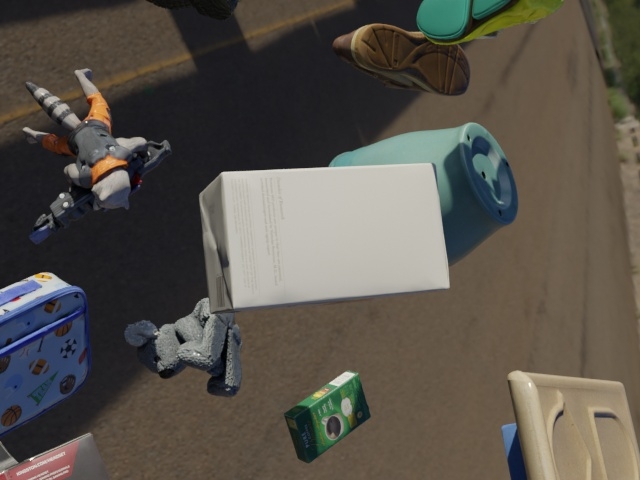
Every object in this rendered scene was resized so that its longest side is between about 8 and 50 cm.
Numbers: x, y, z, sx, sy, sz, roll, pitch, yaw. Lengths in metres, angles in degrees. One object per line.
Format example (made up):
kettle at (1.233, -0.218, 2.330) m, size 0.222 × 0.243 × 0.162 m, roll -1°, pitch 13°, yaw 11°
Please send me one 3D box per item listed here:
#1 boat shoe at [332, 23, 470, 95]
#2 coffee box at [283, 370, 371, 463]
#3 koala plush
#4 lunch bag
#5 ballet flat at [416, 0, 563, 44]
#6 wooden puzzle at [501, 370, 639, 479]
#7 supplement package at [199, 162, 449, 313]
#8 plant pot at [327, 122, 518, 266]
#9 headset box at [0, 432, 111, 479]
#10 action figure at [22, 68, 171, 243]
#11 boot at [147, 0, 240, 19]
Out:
boat shoe at (0.172, -0.373, 1.769) m, size 0.342 × 0.123 × 0.123 m, roll 2°, pitch 95°, yaw -40°
coffee box at (0.016, 0.357, 1.737) m, size 0.184 × 0.040 × 0.113 m, roll -30°, pitch 113°, yaw -34°
koala plush at (-0.300, 0.231, 1.856) m, size 0.196 × 0.221 × 0.203 m, roll 60°, pitch 24°, yaw -50°
lunch bag at (-0.520, 0.193, 1.394) m, size 0.303 × 0.115 × 0.243 m, roll -31°, pitch 138°, yaw -48°
ballet flat at (0.199, -0.269, 1.002) m, size 0.077 × 0.231 × 0.077 m, roll 10°, pitch 89°, yaw -23°
wooden puzzle at (0.281, 0.309, 0.903) m, size 0.348 × 0.080 × 0.322 m, roll 18°, pitch 59°, yaw -54°
supplement package at (0.000, 0.000, 1.152) m, size 0.177 × 0.293 × 0.175 m, roll 159°, pitch -74°, yaw -72°
plant pot at (0.189, -0.071, 1.469) m, size 0.271 × 0.255 × 0.272 m, roll 30°, pitch 49°, yaw -42°
headset box at (-0.280, 0.336, 0.798) m, size 0.218 × 0.110 × 0.293 m, roll -21°, pitch 80°, yaw -34°
action figure at (-0.500, -0.162, 1.718) m, size 0.330 × 0.341 × 0.178 m, roll 45°, pitch -8°, yaw 29°
boot at (-0.190, -0.441, 1.342) m, size 0.161 × 0.246 × 0.083 m, roll -57°, pitch 155°, yaw -22°
